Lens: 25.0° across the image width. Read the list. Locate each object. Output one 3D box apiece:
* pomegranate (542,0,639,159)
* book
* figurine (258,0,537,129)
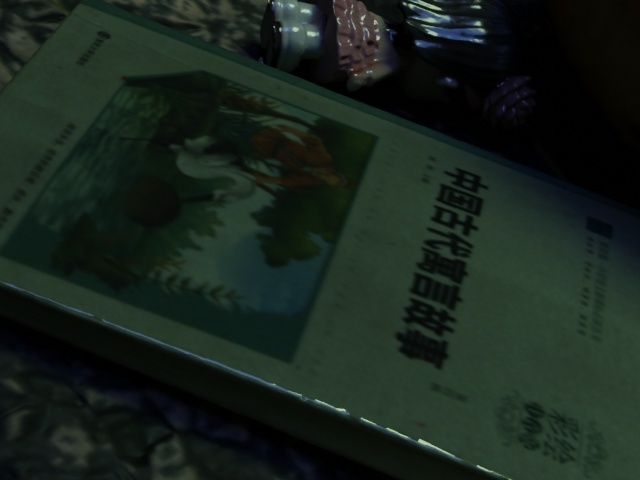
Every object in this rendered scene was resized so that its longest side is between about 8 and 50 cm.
[{"bbox_3d":[0.268,-0.166,0.662,0.338,0.338,0.338,14,38,-11],"label":"pomegranate"},{"bbox_3d":[0.000,0.000,0.565,0.283,0.025,0.215,20,36,0],"label":"book"},{"bbox_3d":[0.037,-0.090,0.670,0.129,0.054,0.072,6,44,-18],"label":"figurine"}]
